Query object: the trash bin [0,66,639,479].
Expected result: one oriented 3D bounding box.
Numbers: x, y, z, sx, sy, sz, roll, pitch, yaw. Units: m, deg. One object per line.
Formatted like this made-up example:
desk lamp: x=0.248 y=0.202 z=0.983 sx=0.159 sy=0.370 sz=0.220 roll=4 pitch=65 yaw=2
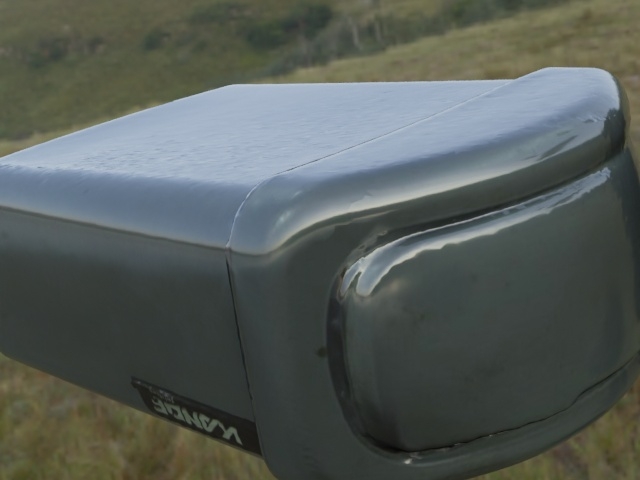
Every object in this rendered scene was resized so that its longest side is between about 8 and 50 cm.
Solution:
trash bin: x=0.000 y=0.000 z=0.431 sx=0.236 sy=0.101 sz=0.177 roll=9 pitch=27 yaw=44
